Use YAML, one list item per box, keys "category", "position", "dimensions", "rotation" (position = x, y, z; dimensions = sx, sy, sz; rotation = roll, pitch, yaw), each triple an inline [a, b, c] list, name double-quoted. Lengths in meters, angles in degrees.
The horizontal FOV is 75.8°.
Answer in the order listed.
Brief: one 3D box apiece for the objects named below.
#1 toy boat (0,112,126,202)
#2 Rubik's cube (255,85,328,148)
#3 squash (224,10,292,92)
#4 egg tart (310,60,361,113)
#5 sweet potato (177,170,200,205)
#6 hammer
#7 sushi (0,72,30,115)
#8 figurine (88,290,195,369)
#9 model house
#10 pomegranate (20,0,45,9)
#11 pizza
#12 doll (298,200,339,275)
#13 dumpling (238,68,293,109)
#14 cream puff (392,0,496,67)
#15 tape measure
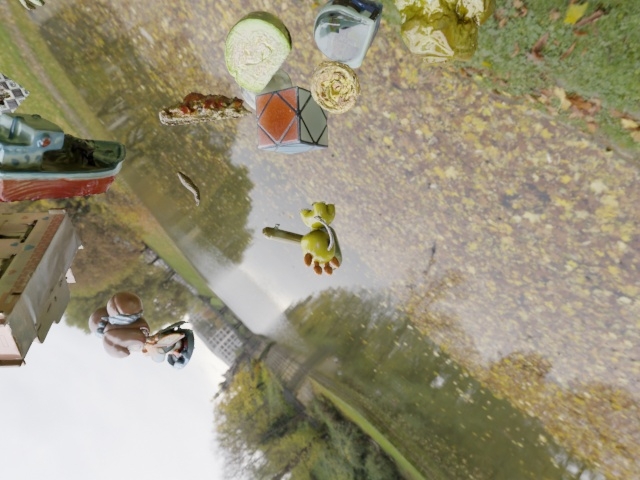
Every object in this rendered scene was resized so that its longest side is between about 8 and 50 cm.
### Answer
- category: "toy boat"
  position: [-0.506, -0.170, 0.804]
  dimensions: [0.145, 0.133, 0.332]
  rotation: [27, -164, 8]
- category: "Rubik's cube"
  position: [-0.106, -0.453, 1.578]
  dimensions: [0.205, 0.205, 0.207]
  rotation: [-1, 95, 33]
- category: "squash"
  position: [-0.224, -0.706, 1.495]
  dimensions: [0.210, 0.233, 0.309]
  rotation: [35, -154, -17]
- category: "egg tart"
  position: [0.037, -0.371, 0.986]
  dimensions: [0.129, 0.049, 0.128]
  rotation: [12, 136, 12]
- category: "sweet potato"
  position: [-0.504, -0.208, 1.601]
  dimensions: [0.153, 0.041, 0.038]
  rotation: [62, 177, -27]
- category: "hammer"
  position: [-0.069, 0.000, 1.499]
  dimensions: [0.306, 0.113, 0.201]
  rotation: [17, -148, -23]
- category: "sushi"
  position: [-0.943, -0.432, 1.199]
  dimensions: [0.120, 0.126, 0.026]
  rotation: [39, -168, -41]
- category: "figurine"
  position: [-0.737, 0.389, 1.728]
  dimensions: [0.388, 0.277, 0.248]
  rotation: [27, -142, -42]
- category: "model house"
  position: [-0.612, 0.078, 0.745]
  dimensions: [0.326, 0.245, 0.169]
  rotation: [-103, 20, -50]
- category: "pomegranate"
  position: [-0.721, -0.589, 0.795]
  dimensions: [0.260, 0.260, 0.341]
  rotation: [31, -179, 39]
- category: "pizza"
  position: [-0.249, -0.307, 0.935]
  dimensions: [0.199, 0.188, 0.062]
  rotation: [4, 120, 14]
- category: "doll"
  position: [0.000, 0.000, 1.268]
  dimensions: [0.143, 0.220, 0.135]
  rotation: [9, 160, -44]
- category: "dumpling"
  position: [-0.268, -0.758, 2.026]
  dimensions: [0.318, 0.243, 0.187]
  rotation: [60, -166, 7]
- category: "cream puff"
  position: [0.389, -0.660, 1.187]
  dimensions: [0.274, 0.323, 0.269]
  rotation: [-28, 93, 40]
- category: "tape measure"
  position: [0.104, -0.886, 1.742]
  dimensions: [0.262, 0.138, 0.259]
  rotation: [20, 150, -2]
